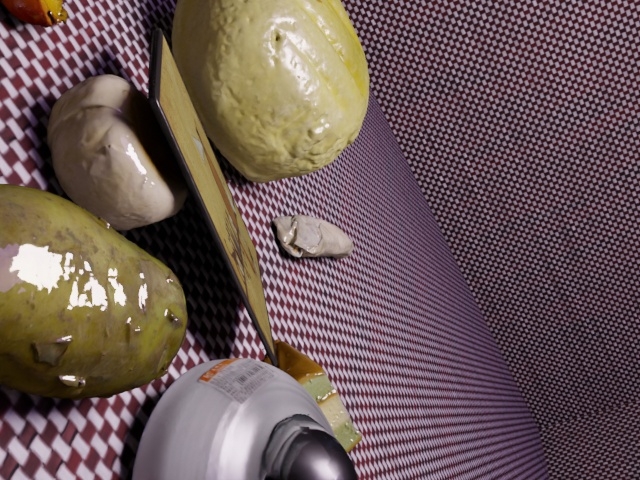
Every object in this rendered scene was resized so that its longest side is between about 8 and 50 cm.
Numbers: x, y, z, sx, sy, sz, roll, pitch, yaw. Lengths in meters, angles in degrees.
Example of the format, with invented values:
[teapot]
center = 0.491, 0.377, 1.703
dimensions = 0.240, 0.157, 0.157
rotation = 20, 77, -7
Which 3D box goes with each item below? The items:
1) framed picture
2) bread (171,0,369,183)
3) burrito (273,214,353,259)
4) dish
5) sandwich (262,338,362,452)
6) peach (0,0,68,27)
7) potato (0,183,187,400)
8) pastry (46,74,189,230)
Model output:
[framed picture]
center = -0.122, -0.053, 0.832
dimensions = 0.255, 0.014, 0.339
rotation = -110, 179, -59
[bread]
center = -0.067, -0.254, 1.057
dimensions = 0.320, 0.237, 0.321
rotation = 51, 24, -34
[burrito]
center = 0.000, 0.000, 1.249
dimensions = 0.082, 0.059, 0.275
rotation = 57, 14, 15
[dish]
center = -0.029, 0.236, 0.668
dimensions = 0.273, 0.133, 0.274
rotation = 32, 50, -47
[sandwich]
center = -0.057, 0.218, 0.900
dimensions = 0.117, 0.144, 0.187
rotation = 64, -18, -14
[peach]
center = -0.286, -0.252, 0.705
dimensions = 0.098, 0.061, 0.098
rotation = 172, -90, -89
[potato]
center = -0.198, 0.042, 0.539
dimensions = 0.251, 0.113, 0.150
rotation = 25, 53, -53
[pastry]
center = -0.197, -0.085, 0.719
dimensions = 0.156, 0.091, 0.157
rotation = -19, 90, -73
